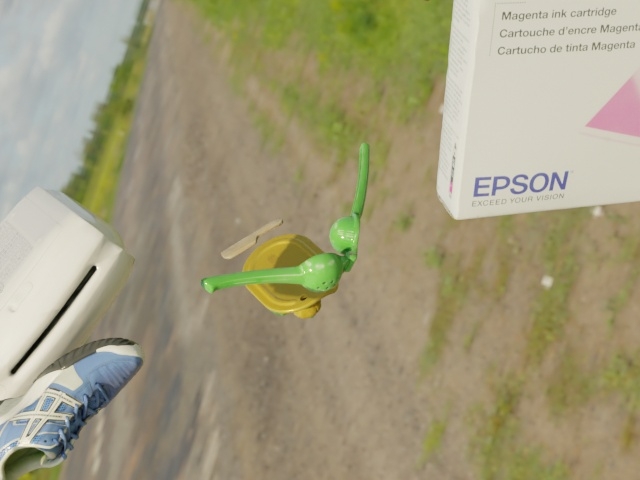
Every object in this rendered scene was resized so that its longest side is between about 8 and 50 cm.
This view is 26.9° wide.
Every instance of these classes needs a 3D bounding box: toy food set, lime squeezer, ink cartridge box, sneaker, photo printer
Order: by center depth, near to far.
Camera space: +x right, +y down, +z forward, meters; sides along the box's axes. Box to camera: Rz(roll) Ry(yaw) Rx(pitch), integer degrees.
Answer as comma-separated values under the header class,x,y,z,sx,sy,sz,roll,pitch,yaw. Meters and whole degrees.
class,x,y,z,sx,sy,sz,roll,pitch,yaw
ink cartridge box,0.280,-0.185,1.244,0.071,0.324,0.330,-116,24,-54
sneaker,-0.260,0.178,1.344,0.211,0.081,0.080,-36,-36,-4
photo printer,-0.335,0.069,1.521,0.256,0.107,0.307,-52,23,-7
lime squeezer,0.000,0.000,1.609,0.310,0.110,0.059,-43,-31,-33
toy food set,-0.051,0.060,2.125,0.128,0.071,0.218,-37,43,-9
